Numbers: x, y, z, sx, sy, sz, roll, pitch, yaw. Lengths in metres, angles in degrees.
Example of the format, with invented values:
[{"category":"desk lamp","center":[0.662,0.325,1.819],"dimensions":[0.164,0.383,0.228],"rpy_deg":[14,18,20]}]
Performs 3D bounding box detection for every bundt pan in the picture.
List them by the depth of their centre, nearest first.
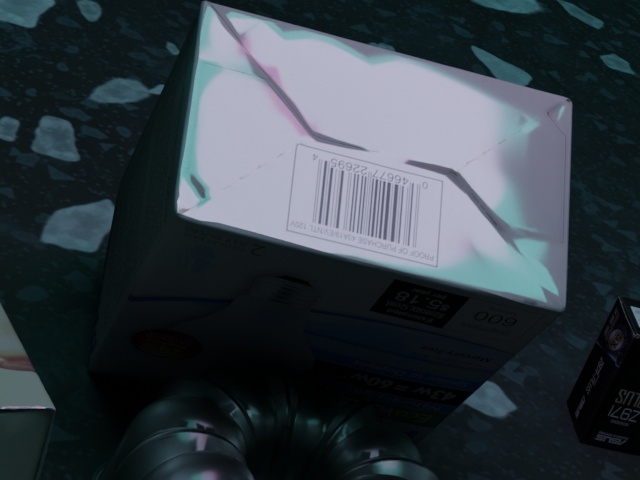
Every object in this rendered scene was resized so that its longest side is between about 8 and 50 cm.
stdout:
[{"category":"bundt pan","center":[-0.033,0.224,1.539],"dimensions":[0.330,0.124,0.331],"rpy_deg":[16,28,-9]}]

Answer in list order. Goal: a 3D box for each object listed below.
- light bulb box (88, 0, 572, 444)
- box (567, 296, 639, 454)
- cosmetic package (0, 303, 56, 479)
[{"category":"light bulb box","center":[0.000,0.000,1.643],"dimensions":[0.357,0.361,0.225],"rpy_deg":[14,61,-13]},{"category":"box","center":[0.380,0.157,1.899],"dimensions":[0.180,0.147,0.077],"rpy_deg":[14,30,-15]},{"category":"cosmetic package","center":[-0.345,0.107,1.503],"dimensions":[0.129,0.153,0.296],"rpy_deg":[0,36,-32]}]
